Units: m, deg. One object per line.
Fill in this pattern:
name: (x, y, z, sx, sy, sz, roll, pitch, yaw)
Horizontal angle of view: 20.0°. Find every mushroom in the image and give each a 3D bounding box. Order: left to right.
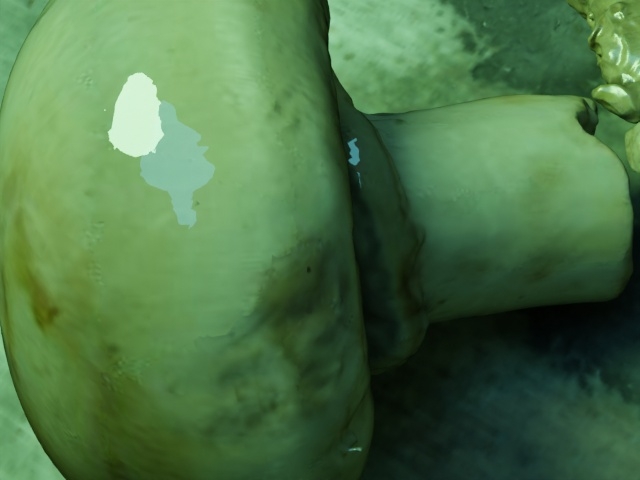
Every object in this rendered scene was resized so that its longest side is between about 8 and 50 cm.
mushroom: (0.000, 0.000, 0.821, 0.290, 0.292, 0.293, -3, 56, -7)

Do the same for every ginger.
ginger: (0.180, -0.114, 0.913, 0.149, 0.065, 0.259, 7, 42, -27)
